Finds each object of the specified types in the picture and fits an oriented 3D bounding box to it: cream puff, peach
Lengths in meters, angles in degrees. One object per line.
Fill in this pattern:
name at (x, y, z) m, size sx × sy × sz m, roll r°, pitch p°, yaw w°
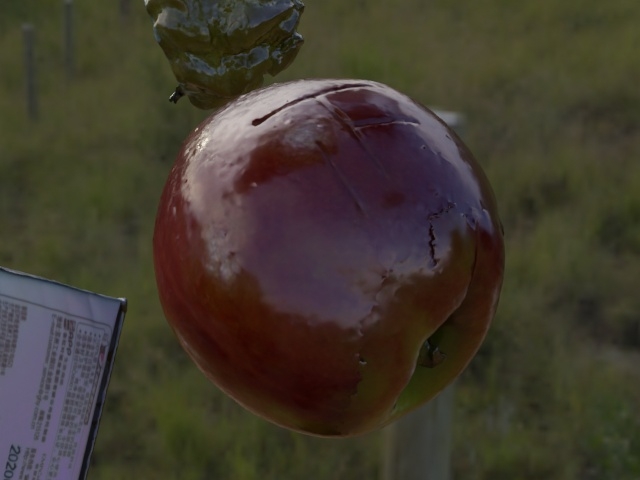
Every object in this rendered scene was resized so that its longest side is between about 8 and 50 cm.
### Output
cream puff at (-0.084, -0.200, 1.541) m, size 0.156 × 0.156 × 0.121 m, roll 0°, pitch -15°, yaw -7°
peach at (0.000, 0.000, 0.903) m, size 0.197 × 0.197 × 0.197 m, roll 2°, pitch 15°, yaw -1°

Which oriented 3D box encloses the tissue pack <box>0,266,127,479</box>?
tissue pack at (-0.197, 0.112, 0.745) m, size 0.124 × 0.225 × 0.185 m, roll 9°, pitch -7°, yaw 25°
